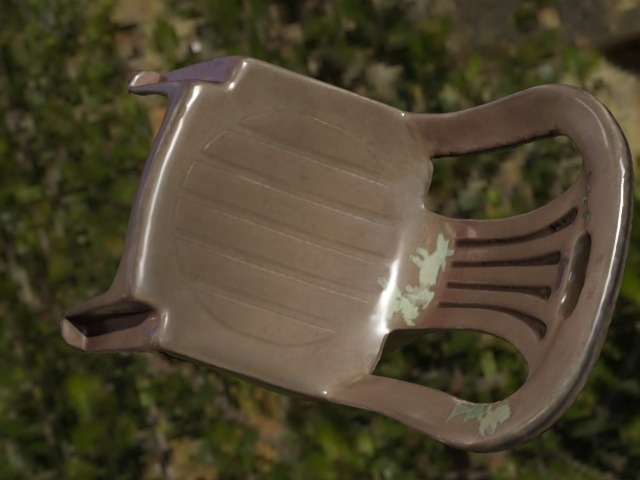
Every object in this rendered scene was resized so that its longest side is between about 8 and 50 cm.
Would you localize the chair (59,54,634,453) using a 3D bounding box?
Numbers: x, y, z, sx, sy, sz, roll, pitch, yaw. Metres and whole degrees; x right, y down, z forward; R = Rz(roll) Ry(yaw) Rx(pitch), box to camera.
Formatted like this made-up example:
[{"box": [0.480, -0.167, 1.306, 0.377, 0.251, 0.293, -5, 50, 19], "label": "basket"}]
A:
[{"box": [0.000, 0.000, 0.972, 0.183, 0.175, 0.326, 17, -8, -15], "label": "chair"}]
